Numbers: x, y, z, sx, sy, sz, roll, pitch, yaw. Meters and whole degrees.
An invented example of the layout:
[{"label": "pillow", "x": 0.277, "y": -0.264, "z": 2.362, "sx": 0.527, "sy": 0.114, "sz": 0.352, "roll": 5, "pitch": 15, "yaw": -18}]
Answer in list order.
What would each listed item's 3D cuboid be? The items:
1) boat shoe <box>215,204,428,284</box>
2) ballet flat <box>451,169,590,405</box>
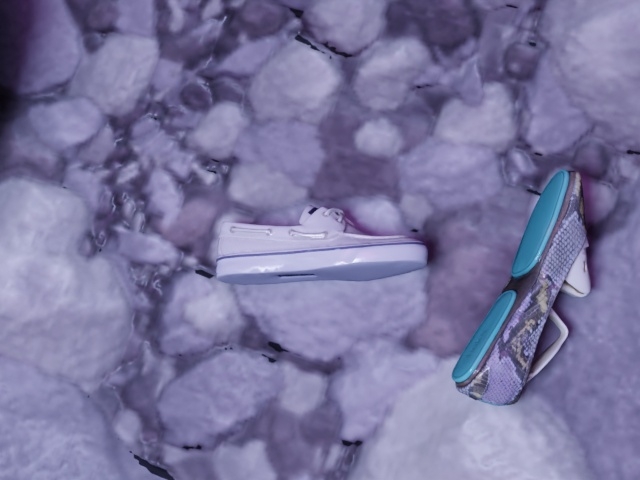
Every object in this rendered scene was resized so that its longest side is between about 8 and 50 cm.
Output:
[{"label": "boat shoe", "x": 0.000, "y": 0.000, "z": 0.763, "sx": 0.100, "sy": 0.035, "sz": 0.035, "roll": -4, "pitch": 76, "yaw": 14}, {"label": "ballet flat", "x": 0.099, "y": 0.024, "z": 0.743, "sx": 0.041, "sy": 0.041, "sz": 0.114, "roll": 25, "pitch": 79, "yaw": 14}]
